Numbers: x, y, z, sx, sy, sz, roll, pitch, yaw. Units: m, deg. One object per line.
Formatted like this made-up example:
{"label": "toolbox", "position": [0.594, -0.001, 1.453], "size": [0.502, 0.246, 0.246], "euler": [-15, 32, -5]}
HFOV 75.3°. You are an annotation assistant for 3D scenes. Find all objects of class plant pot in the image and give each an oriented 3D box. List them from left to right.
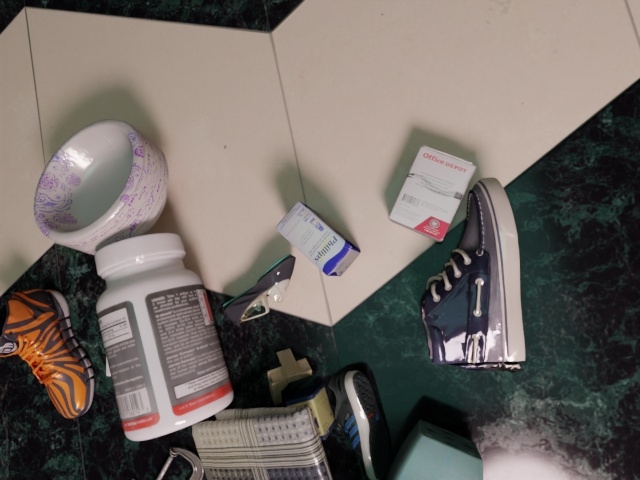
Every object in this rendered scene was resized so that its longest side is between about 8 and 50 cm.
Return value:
{"label": "plant pot", "position": [0.186, 0.452, 0.712], "size": [0.165, 0.166, 0.234], "euler": [18, 84, 16]}

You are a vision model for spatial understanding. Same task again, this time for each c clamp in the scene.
{"label": "c clamp", "position": [-0.332, 0.519, 0.912], "size": [0.137, 0.022, 0.161], "euler": [36, 96, 15]}

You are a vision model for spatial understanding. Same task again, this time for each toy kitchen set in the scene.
{"label": "toy kitchen set", "position": [-0.068, 0.277, 0.859], "size": [0.083, 0.075, 0.068], "euler": [-14, 39, -18]}

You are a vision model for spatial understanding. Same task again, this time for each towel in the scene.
{"label": "towel", "position": [-0.098, 0.478, 0.797], "size": [0.324, 0.056, 0.312], "euler": [-21, 85, 32]}

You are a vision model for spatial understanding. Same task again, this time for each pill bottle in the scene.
{"label": "pill bottle", "position": [-0.321, 0.182, 0.837], "size": [0.210, 0.210, 0.363], "euler": [-20, 81, 13]}

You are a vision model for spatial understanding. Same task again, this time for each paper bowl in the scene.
{"label": "paper bowl", "position": [-0.456, -0.107, 0.905], "size": [0.284, 0.148, 0.284], "euler": [-8, 67, 20]}

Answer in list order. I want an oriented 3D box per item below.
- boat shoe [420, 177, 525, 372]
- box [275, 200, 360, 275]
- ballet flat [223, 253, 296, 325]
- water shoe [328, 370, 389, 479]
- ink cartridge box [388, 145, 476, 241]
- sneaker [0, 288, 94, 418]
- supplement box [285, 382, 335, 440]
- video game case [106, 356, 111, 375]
{"label": "boat shoe", "position": [0.252, 0.064, 0.731], "size": [0.158, 0.127, 0.341], "euler": [-5, 85, 7]}
{"label": "box", "position": [0.000, 0.000, 0.807], "size": [0.137, 0.126, 0.072], "euler": [42, 95, 13]}
{"label": "ballet flat", "position": [-0.115, 0.112, 0.859], "size": [0.203, 0.074, 0.074], "euler": [-38, 77, 16]}
{"label": "water shoe", "position": [0.074, 0.352, 0.802], "size": [0.080, 0.073, 0.203], "euler": [-19, 81, 40]}
{"label": "ink cartridge box", "position": [0.211, -0.087, 0.788], "size": [0.109, 0.063, 0.150], "euler": [25, 92, 16]}
{"label": "sneaker", "position": [-0.647, 0.265, 0.933], "size": [0.124, 0.180, 0.321], "euler": [-31, 79, 11]}
{"label": "supplement box", "position": [-0.017, 0.336, 0.808], "size": [0.056, 0.083, 0.083], "euler": [-21, 82, 15]}
{"label": "video game case", "position": [-0.434, 0.235, 0.961], "size": [0.143, 0.019, 0.157], "euler": [-4, 85, 15]}
